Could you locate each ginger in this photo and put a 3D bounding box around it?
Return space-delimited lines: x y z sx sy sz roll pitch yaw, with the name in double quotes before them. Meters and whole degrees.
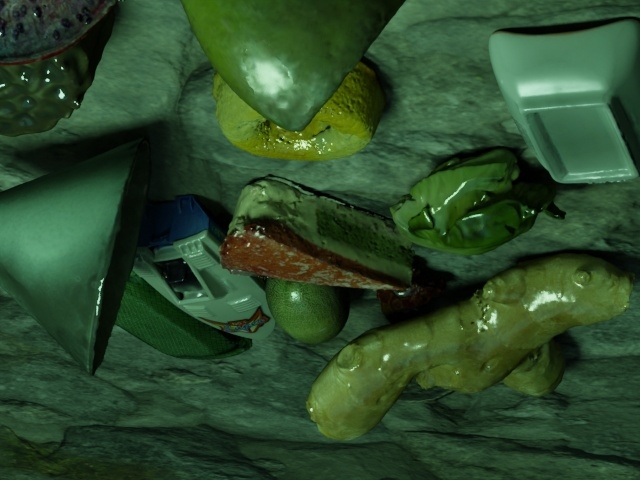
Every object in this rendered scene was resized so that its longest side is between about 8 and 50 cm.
"ginger" 0.179 0.116 2.160 0.363 0.122 0.348 -1 147 -17

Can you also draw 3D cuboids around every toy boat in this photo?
"toy boat" -0.128 0.054 2.176 0.129 0.088 0.295 -9 149 21

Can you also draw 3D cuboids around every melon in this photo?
"melon" -0.013 0.072 2.174 0.099 0.099 0.162 -1 155 15

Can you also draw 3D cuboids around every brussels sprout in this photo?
"brussels sprout" 0.166 -0.032 1.931 0.181 0.100 0.139 -23 161 19

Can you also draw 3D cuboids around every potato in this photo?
"potato" 0.008 -0.216 1.402 0.269 0.255 0.112 14 155 -14

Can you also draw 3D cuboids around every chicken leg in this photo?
"chicken leg" 0.116 0.080 2.216 0.089 0.048 0.219 5 154 12

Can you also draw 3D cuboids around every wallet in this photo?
"wallet" -0.214 0.085 2.307 0.160 0.055 0.236 -13 142 40

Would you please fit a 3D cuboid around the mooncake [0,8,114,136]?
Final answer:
"mooncake" -0.312 -0.193 1.682 0.228 0.124 0.228 6 153 3

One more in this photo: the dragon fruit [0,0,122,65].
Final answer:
"dragon fruit" -0.273 -0.260 1.504 0.218 0.224 0.148 59 171 -18

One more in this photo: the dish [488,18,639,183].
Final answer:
"dish" 0.254 -0.123 1.734 0.151 0.077 0.212 -4 153 20

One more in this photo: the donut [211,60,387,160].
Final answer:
"donut" -0.025 -0.130 1.803 0.178 0.065 0.162 -5 152 22

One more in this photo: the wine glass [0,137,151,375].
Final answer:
"wine glass" -0.403 -0.020 1.926 0.406 0.267 0.267 11 154 1

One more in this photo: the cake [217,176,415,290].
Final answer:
"cake" -0.002 -0.008 2.022 0.220 0.086 0.116 6 156 4
